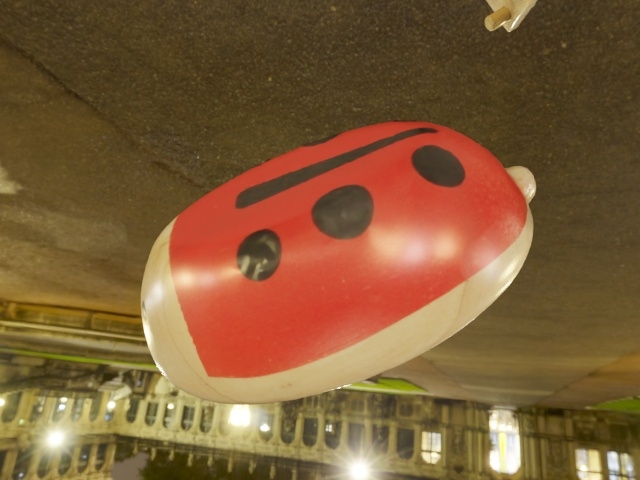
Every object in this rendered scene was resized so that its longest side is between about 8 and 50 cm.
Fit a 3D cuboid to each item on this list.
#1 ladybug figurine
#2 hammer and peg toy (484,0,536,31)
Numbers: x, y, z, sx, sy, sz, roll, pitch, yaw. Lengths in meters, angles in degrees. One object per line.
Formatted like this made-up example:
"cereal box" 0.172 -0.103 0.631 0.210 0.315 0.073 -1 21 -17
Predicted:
"ladybug figurine" 0.000 0.000 0.492 0.449 0.305 0.162 -23 123 6
"hammer and peg toy" 0.378 -0.677 1.030 0.127 0.361 0.266 -31 175 -1
